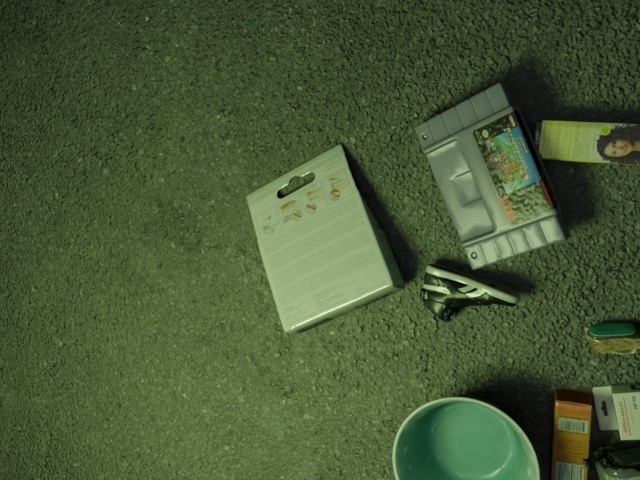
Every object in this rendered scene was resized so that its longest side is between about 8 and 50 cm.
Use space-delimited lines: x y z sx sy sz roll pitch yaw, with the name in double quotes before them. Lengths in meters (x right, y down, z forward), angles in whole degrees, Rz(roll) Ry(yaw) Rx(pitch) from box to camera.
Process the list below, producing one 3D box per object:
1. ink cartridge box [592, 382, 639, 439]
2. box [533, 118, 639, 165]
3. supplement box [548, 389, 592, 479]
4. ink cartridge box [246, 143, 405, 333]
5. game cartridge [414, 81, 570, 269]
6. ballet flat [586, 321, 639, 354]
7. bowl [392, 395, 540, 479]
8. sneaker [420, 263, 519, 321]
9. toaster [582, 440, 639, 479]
"ink cartridge box" 0.676 0.358 1.261 0.180 0.060 0.104 -11 92 22
"box" 0.564 -0.203 1.247 0.232 0.058 0.087 6 98 22
"supplement box" 0.544 0.454 1.315 0.080 0.078 0.233 5 98 19
"ink cartridge box" 0.000 0.000 1.498 0.308 0.091 0.385 -26 69 22
"game cartridge" 0.367 -0.134 1.302 0.230 0.068 0.355 -25 86 43
"ballet flat" 0.668 0.204 1.255 0.206 0.073 0.067 -5 121 25
"bowl" 0.333 0.477 1.354 0.312 0.163 0.311 3 97 22
"sneaker" 0.334 0.139 1.370 0.217 0.079 0.121 19 106 27
"toaster" 0.668 0.499 1.229 0.227 0.129 0.146 -14 93 4
